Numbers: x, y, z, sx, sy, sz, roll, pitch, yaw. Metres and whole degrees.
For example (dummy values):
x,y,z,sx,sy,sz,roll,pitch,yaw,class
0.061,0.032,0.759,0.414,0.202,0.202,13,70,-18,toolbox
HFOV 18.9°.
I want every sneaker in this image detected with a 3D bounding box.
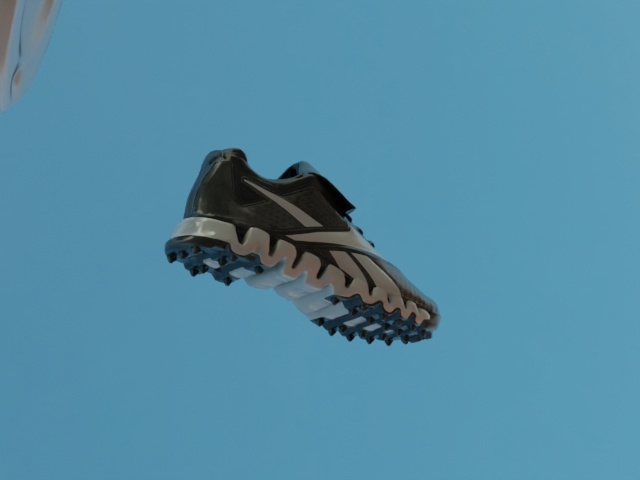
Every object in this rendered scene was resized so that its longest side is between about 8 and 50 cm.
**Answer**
x,y,z,sx,sy,sz,roll,pitch,yaw,class
0.000,0.000,1.372,0.234,0.078,0.106,24,-115,-32,sneaker

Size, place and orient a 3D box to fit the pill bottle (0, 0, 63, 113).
x,y,z,sx,sy,sz,roll,pitch,yaw,class
-0.357,-0.229,1.315,0.361,0.204,0.204,17,-108,0,pill bottle
